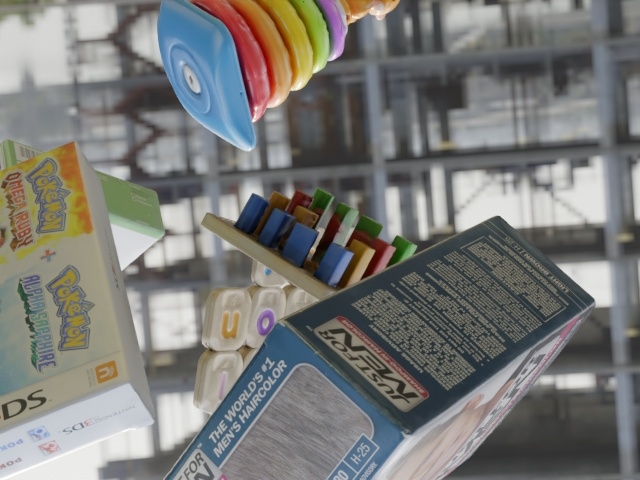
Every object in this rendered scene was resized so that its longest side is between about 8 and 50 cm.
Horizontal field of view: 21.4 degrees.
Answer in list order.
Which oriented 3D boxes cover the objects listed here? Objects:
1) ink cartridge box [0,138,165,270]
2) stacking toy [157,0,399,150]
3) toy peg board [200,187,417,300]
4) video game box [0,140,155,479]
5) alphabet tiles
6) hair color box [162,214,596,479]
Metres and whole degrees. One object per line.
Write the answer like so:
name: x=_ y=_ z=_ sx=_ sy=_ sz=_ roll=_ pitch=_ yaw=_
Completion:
ink cartridge box: x=-0.277 y=0.019 z=1.517 sx=0.171 sy=0.056 sz=0.235 roll=19 pitch=133 yaw=-42
stacking toy: x=-0.030 y=-0.253 z=2.031 sx=0.302 sy=0.175 sz=0.166 roll=-28 pitch=-144 yaw=-21
toy peg board: x=0.000 y=0.000 z=1.620 sx=0.161 sy=0.079 sz=0.160 roll=31 pitch=-174 yaw=30
video game box: x=-0.205 y=0.053 z=0.995 sx=0.187 sy=0.048 sz=0.205 roll=-21 pitch=-133 yaw=1
alphabet tiles: x=-0.033 y=0.119 z=1.941 sx=0.021 sy=0.278 sz=0.284 roll=13 pitch=-171 yaw=41
hair color box: x=0.044 y=0.105 z=1.111 sx=0.105 sy=0.174 sz=0.347 roll=42 pitch=-154 yaw=14
